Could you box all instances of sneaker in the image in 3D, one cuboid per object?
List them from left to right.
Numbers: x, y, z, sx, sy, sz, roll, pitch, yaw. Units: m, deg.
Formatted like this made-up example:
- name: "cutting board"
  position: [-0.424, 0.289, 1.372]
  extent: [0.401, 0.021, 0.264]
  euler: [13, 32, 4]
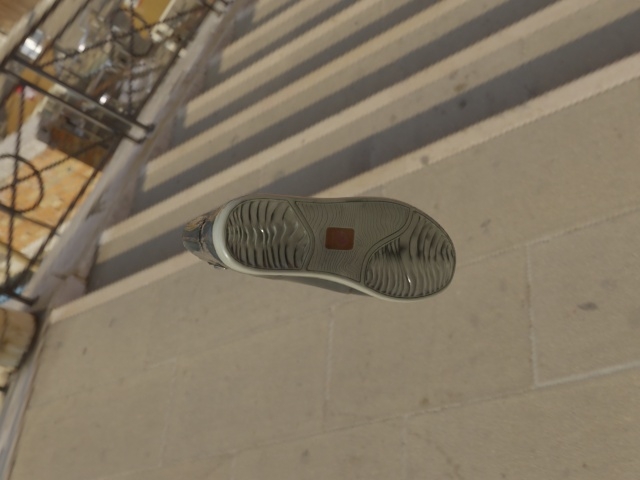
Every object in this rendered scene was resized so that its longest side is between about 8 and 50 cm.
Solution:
- name: "sneaker"
  position: [0.000, 0.000, 0.745]
  extent: [0.118, 0.222, 0.083]
  euler: [3, 82, 64]
